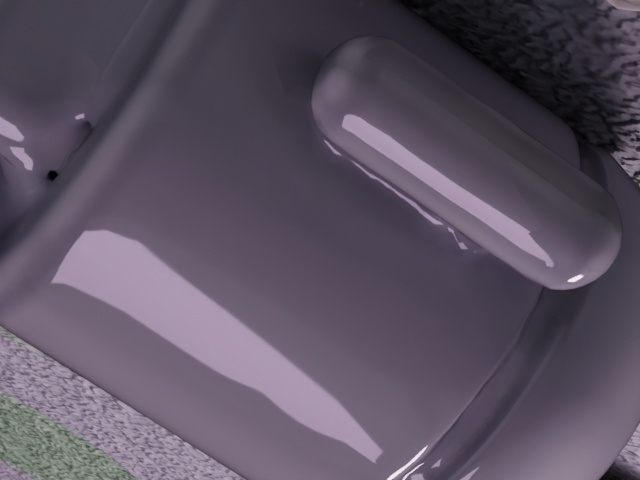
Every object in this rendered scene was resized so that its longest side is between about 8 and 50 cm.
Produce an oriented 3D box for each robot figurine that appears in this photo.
[{"bbox_3d":[0.000,0.000,0.825,0.353,0.199,0.300,35,159,-16],"label":"robot figurine"}]

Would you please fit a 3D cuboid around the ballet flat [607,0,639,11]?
[{"bbox_3d":[0.087,-0.118,0.634,0.072,0.068,0.213,13,155,34],"label":"ballet flat"}]
